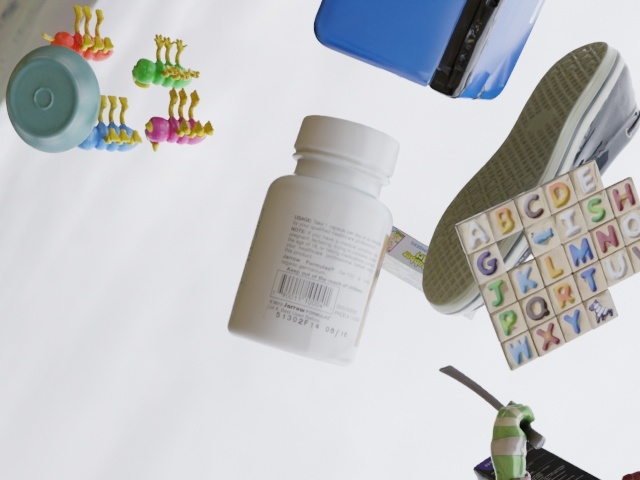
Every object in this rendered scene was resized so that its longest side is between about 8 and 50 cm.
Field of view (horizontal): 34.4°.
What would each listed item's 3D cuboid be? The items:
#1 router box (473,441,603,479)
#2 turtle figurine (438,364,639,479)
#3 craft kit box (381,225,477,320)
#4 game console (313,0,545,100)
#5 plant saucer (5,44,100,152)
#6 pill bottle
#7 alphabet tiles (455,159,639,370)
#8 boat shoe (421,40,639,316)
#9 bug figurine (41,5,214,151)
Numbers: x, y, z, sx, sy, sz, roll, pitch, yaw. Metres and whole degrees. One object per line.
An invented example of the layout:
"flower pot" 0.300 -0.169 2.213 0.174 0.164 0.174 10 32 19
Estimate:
"router box" 0.322 0.404 1.200 0.081 0.308 0.243 -30 -161 -17
"turtle figurine" 0.237 0.226 0.979 0.266 0.197 0.274 -5 -166 17
"craft kit box" 0.194 0.055 1.916 0.061 0.247 0.250 -61 170 -6
"game console" 0.162 -0.332 1.221 0.250 0.173 0.293 -11 129 -61
"plant saucer" -0.299 -0.156 1.133 0.119 0.119 0.021 -57 168 12
"pill bottle" 0.000 0.000 1.023 0.131 0.131 0.229 3 -104 67
"alphabet tiles" 0.301 0.023 1.264 0.237 0.198 0.009 -25 -168 -11
"boat shoe" 0.324 -0.074 1.500 0.187 0.156 0.500 -2 -135 55
"bug figurine" -0.259 -0.198 1.396 0.072 0.216 0.279 -60 -142 38
